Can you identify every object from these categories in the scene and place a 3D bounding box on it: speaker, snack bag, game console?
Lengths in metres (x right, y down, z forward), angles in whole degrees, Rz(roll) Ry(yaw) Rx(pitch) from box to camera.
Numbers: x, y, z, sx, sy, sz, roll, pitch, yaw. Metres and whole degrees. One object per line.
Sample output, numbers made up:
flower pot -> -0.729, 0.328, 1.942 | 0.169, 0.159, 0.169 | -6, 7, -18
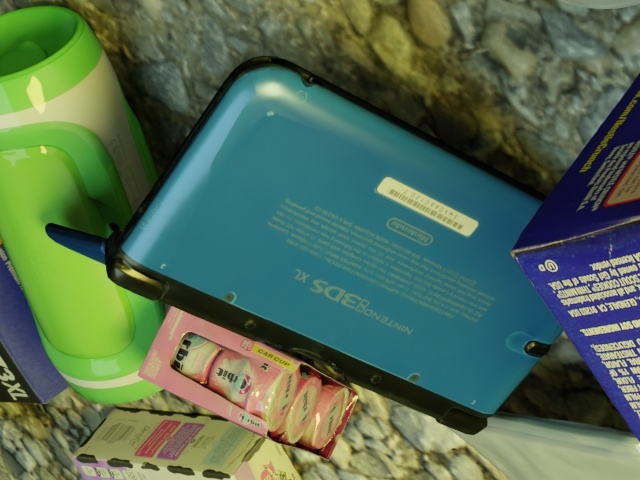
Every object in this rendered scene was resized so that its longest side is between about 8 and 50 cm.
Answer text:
speaker -> -0.183, -0.021, 1.182 | 0.131, 0.131, 0.296 | 9, 132, 31
snack bag -> 0.245, 0.235, 1.052 | 0.342, 0.037, 0.323 | 46, 167, -11
game console -> 0.000, 0.000, 1.052 | 0.293, 0.173, 0.250 | 25, 115, -26

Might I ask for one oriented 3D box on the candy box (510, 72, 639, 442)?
candy box -> 0.274, 0.037, 0.775 | 0.122, 0.268, 0.317 | -15, 118, 48

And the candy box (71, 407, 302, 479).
candy box -> -0.101, 0.237, 1.401 | 0.196, 0.070, 0.165 | -1, 126, 38

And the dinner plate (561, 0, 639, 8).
dinner plate -> 0.142, -0.186, 0.865 | 0.141, 0.017, 0.141 | 21, 138, 20

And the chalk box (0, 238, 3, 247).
chalk box -> -0.339, -0.064, 1.256 | 0.213, 0.132, 0.132 | 3, 128, 34

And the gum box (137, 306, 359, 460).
gum box -> -0.051, 0.107, 1.174 | 0.107, 0.062, 0.188 | 23, 174, 19

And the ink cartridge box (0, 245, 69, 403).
ink cartridge box -> -0.342, 0.064, 1.435 | 0.371, 0.069, 0.176 | -5, 124, 37
